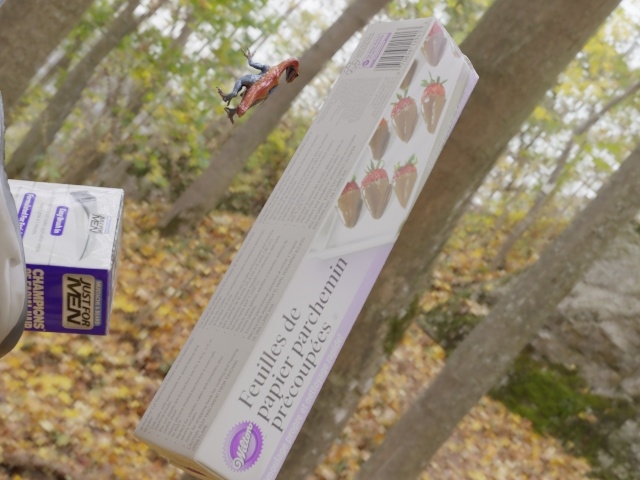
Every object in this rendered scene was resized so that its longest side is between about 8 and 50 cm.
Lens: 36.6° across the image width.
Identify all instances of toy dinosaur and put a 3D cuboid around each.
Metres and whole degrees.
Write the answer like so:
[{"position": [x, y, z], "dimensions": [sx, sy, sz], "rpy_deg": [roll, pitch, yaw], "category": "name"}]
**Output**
[{"position": [-0.048, -0.133, 0.851], "dimensions": [0.090, 0.082, 0.047], "rpy_deg": [49, -16, 50], "category": "toy dinosaur"}]

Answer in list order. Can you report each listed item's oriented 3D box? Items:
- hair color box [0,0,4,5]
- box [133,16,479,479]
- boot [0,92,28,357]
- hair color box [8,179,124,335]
[{"position": [-0.190, -0.166, 0.343], "dimensions": [0.185, 0.374, 0.113], "rpy_deg": [36, -3, 4], "category": "hair color box"}, {"position": [0.000, 0.000, 0.612], "dimensions": [0.067, 0.324, 0.063], "rpy_deg": [5, -30, 46], "category": "box"}, {"position": [-0.405, -0.071, 0.772], "dimensions": [0.284, 0.138, 0.378], "rpy_deg": [-4, 78, -52], "category": "boot"}, {"position": [-0.411, 0.011, 1.148], "dimensions": [0.338, 0.110, 0.185], "rpy_deg": [3, 32, -8], "category": "hair color box"}]
